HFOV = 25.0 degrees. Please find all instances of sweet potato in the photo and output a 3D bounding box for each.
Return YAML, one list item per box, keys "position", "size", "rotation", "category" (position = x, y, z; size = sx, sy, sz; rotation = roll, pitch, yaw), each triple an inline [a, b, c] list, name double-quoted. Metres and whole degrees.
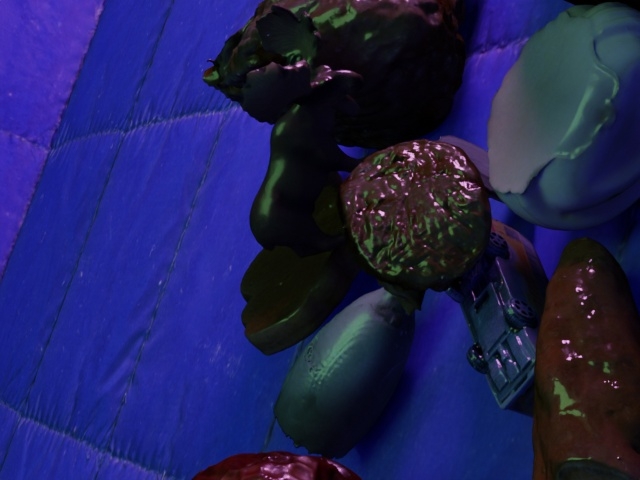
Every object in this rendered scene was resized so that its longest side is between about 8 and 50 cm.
- position: [0.191, 0.099, 1.001]
  size: [0.097, 0.097, 0.251]
  rotation: [-41, 36, 46]
  category: "sweet potato"

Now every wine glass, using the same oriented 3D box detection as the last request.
- position: [-0.001, 0.009, 1.311]
  size: [0.309, 0.264, 0.096]
  rotation: [-57, -9, 23]
  category: "wine glass"

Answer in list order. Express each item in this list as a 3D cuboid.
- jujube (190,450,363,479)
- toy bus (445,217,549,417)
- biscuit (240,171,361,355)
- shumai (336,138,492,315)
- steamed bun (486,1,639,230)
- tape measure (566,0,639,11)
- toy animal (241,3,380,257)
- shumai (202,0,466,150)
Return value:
- position: [-0.050, 0.281, 1.201]
  size: [0.232, 0.213, 0.213]
  rotation: [-43, 32, 30]
  category: "jujube"
- position: [0.152, 0.056, 1.141]
  size: [0.064, 0.075, 0.190]
  rotation: [-56, 26, 28]
  category: "toy bus"
- position: [-0.006, 0.005, 1.504]
  size: [0.183, 0.047, 0.319]
  rotation: [-36, 23, 10]
  category: "biscuit"
- position: [0.080, -0.017, 1.178]
  size: [0.123, 0.139, 0.105]
  rotation: [-34, -17, 2]
  category: "shumai"
- position: [0.209, -0.093, 1.120]
  size: [0.183, 0.106, 0.183]
  rotation: [-52, 25, 36]
  category: "steamed bun"
- position: [0.229, -0.238, 1.113]
  size: [0.181, 0.182, 0.107]
  rotation: [3, 72, 63]
  category: "tape measure"
- position: [-0.013, -0.091, 1.329]
  size: [0.214, 0.186, 0.094]
  rotation: [-67, 26, 3]
  category: "toy animal"
- position: [0.039, -0.257, 1.487]
  size: [0.346, 0.217, 0.283]
  rotation: [-8, 62, 66]
  category: "shumai"
